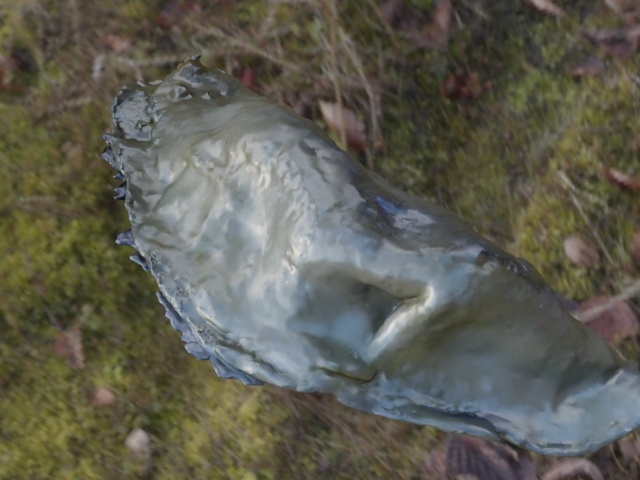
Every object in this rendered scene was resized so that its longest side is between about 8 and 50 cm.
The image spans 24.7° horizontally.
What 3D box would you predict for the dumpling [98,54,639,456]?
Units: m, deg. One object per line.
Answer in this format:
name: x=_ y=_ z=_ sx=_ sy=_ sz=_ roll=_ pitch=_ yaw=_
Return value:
dumpling: x=0.003 y=-0.004 z=0.701 sx=0.332 sy=0.166 sz=0.086 roll=34 pitch=125 yaw=24
